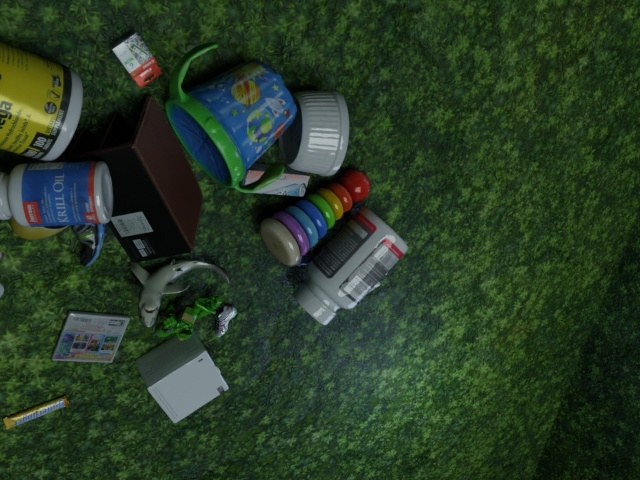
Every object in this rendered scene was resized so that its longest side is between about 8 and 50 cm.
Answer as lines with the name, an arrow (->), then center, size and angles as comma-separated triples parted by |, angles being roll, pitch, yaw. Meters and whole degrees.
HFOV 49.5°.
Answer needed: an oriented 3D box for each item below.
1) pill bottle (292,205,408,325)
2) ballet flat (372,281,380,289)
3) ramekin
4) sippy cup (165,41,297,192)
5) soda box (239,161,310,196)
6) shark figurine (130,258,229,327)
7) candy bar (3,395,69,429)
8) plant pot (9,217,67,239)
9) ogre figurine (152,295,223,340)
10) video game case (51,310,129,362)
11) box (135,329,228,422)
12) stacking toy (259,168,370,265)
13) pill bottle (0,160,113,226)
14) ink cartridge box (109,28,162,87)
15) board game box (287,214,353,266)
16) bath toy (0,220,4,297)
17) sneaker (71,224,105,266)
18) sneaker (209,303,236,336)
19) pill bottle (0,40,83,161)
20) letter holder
pill bottle -> 0.076, 0.076, 1.911 | 0.318, 0.176, 0.176 | -47, 134, 2
ballet flat -> 0.167, 0.101, 2.117 | 0.072, 0.068, 0.213 | 18, 109, -41
ramekin -> -0.023, -0.259, 1.650 | 0.108, 0.207, 0.207 | 1, 120, -24
sippy cup -> -0.183, -0.273, 1.528 | 0.224, 0.240, 0.305 | -41, 160, -18
soda box -> -0.122, -0.155, 1.750 | 0.183, 0.058, 0.063 | 2, 119, -34
shark figurine -> -0.373, 0.106, 1.757 | 0.278, 0.166, 0.116 | -30, 161, -37
candy bar -> -0.727, 0.440, 1.781 | 0.161, 0.018, 0.040 | -18, 129, -22
plant pot -> -0.600, -0.055, 1.462 | 0.134, 0.134, 0.095 | 18, 136, -41
ogre figurine -> -0.351, 0.200, 1.796 | 0.118, 0.197, 0.097 | -31, 105, 38
video game case -> -0.577, 0.244, 1.746 | 0.157, 0.019, 0.143 | 11, 114, -40
box -> -0.377, 0.367, 1.898 | 0.181, 0.119, 0.181 | -32, 132, -12
stacking toy -> 0.005, -0.079, 1.824 | 0.330, 0.141, 0.141 | -37, 135, -22
pill bottle -> -0.523, -0.088, 1.337 | 0.221, 0.124, 0.124 | -4, 125, -5
ink cartridge box -> -0.379, -0.373, 1.443 | 0.062, 0.029, 0.115 | -38, 133, -7
board game box -> 0.000, 0.000, 1.956 | 0.201, 0.035, 0.136 | -5, 122, -31
bath toy -> -0.720, 0.022, 1.419 | 0.151, 0.129, 0.349 | -8, 125, -30
sneaker -> -0.528, -0.028, 1.569 | 0.078, 0.067, 0.188 | 7, 120, -13
sneaker -> -0.282, 0.217, 1.917 | 0.069, 0.038, 0.098 | 25, 95, -41
pill bottle -> -0.618, -0.273, 1.239 | 0.333, 0.188, 0.188 | 16, 111, -40
letter holder -> -0.392, -0.138, 1.535 | 0.151, 0.215, 0.302 | -10, 132, 12
